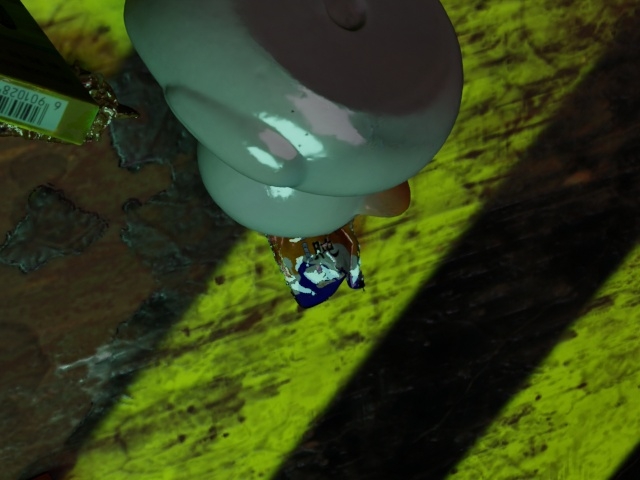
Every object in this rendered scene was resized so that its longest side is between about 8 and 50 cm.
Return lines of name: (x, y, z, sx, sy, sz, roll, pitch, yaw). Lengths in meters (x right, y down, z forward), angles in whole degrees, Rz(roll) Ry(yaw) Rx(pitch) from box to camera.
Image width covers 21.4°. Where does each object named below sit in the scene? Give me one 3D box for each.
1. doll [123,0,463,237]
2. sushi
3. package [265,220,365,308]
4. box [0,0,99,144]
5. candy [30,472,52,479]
doll: (-0.026, -0.103, 1.150, 0.251, 0.221, 0.221, 34, 103, -17)
sushi: (-0.180, -0.089, 1.135, 0.118, 0.060, 0.061, -13, 122, -21)
package: (-0.001, 0.000, 1.312, 0.077, 0.033, 0.111, -12, 115, 8)
box: (-0.217, -0.126, 1.001, 0.121, 0.193, 0.030, 17, 110, -35)
candy: (-0.208, 0.250, 1.352, 0.038, 0.062, 0.122, -24, 129, -14)
